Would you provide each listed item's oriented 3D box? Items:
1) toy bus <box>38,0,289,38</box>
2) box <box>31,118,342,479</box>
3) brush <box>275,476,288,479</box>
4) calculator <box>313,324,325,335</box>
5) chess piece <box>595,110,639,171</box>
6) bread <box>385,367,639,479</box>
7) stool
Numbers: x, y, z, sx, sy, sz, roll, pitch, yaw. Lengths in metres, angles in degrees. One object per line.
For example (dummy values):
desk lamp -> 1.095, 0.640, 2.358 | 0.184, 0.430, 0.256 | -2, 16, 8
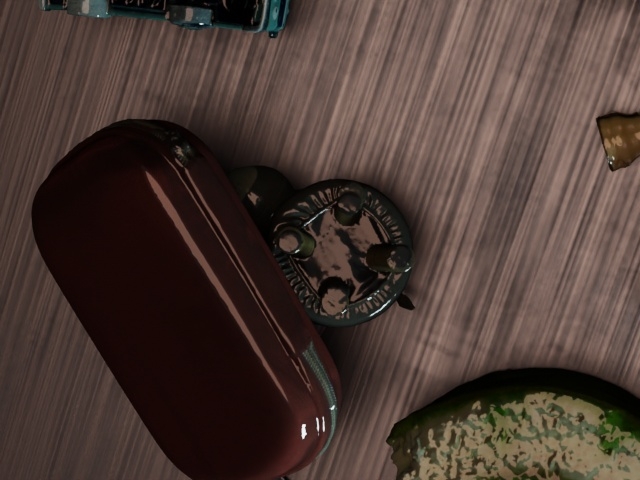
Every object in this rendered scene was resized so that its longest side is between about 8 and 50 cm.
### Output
toy bus -> -0.153, -0.287, 1.731 | 0.256, 0.147, 0.128 | 9, 99, 17
box -> -0.138, 0.069, 1.705 | 0.263, 0.108, 0.404 | -26, 95, 45
brush -> -0.063, 0.252, 1.839 | 0.164, 0.014, 0.051 | 45, 105, 4
calculator -> -0.124, 0.050, 1.820 | 0.294, 0.043, 0.194 | 36, 102, 3
chess piece -> 0.369, -0.120, 1.675 | 0.172, 0.060, 0.060 | -16, 92, 12
bread -> 0.222, 0.317, 1.719 | 0.382, 0.129, 0.366 | 40, 104, 7
stool -> -0.004, 0.009, 1.715 | 0.228, 0.139, 0.153 | 11, 86, -2
